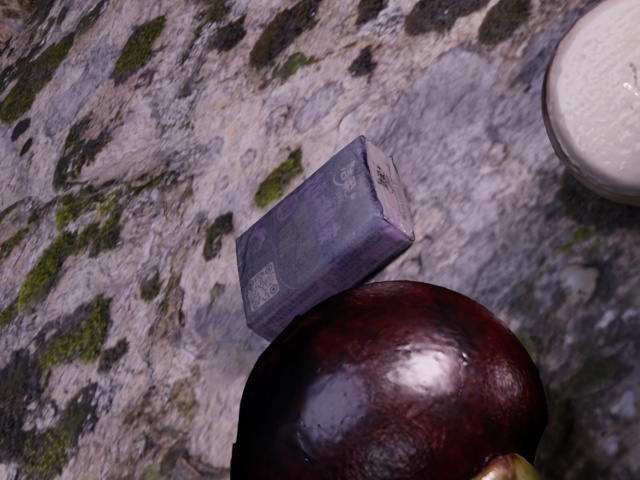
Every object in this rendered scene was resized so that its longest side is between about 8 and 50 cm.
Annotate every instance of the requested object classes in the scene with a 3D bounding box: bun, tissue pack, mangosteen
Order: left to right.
[{"bbox_3d":[0.000,0.000,0.957,0.156,0.051,0.112,-40,37,23],"label":"tissue pack"},{"bbox_3d":[0.051,0.134,0.650,0.194,0.194,0.230,-46,57,15],"label":"mangosteen"},{"bbox_3d":[0.210,-0.084,0.713,0.138,0.094,0.138,-3,83,25],"label":"bun"}]
